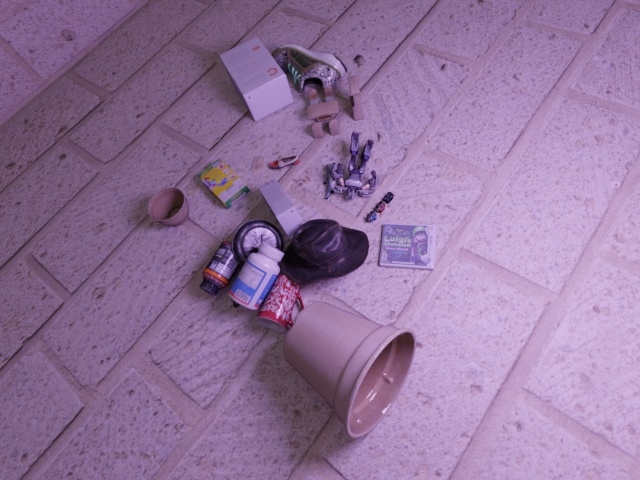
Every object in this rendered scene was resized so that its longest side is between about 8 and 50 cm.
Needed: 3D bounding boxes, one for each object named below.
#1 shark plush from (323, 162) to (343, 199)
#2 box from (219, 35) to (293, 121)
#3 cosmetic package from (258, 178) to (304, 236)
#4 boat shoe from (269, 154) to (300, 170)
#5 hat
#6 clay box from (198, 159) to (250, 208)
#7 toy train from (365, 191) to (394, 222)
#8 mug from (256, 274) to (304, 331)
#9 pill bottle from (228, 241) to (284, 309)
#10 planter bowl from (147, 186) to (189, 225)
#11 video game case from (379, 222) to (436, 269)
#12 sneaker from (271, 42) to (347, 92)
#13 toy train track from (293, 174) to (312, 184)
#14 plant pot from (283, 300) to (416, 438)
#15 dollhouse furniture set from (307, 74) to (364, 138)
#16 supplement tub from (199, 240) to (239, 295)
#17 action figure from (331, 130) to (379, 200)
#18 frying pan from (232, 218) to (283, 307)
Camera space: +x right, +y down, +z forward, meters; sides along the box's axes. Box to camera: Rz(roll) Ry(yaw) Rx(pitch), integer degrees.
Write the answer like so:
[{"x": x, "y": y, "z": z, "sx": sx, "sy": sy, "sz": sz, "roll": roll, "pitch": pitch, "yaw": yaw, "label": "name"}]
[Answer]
[{"x": 0.044, "y": -0.242, "z": 1.676, "sx": 0.067, "sy": 0.073, "sz": 0.162, "roll": -1, "pitch": 82, "yaw": 34, "label": "shark plush"}, {"x": -0.306, "y": -0.773, "z": 1.949, "sx": 0.214, "sy": 0.168, "sz": 0.346, "roll": -28, "pitch": 60, "yaw": -3, "label": "box"}, {"x": -0.151, "y": -0.129, "z": 1.570, "sx": 0.085, "sy": 0.117, "sz": 0.231, "roll": -31, "pitch": 41, "yaw": -3, "label": "cosmetic package"}, {"x": -0.157, "y": -0.337, "z": 1.758, "sx": 0.136, "sy": 0.043, "sz": 0.049, "roll": -8, "pitch": 63, "yaw": 10, "label": "boat shoe"}, {"x": 0.000, "y": 0.000, "z": 1.445, "sx": 0.330, "sy": 0.134, "sz": 0.331, "roll": -12, "pitch": 36, "yaw": 9, "label": "hat"}, {"x": -0.419, "y": -0.248, "z": 1.764, "sx": 0.127, "sy": 0.053, "sz": 0.222, "roll": -41, "pitch": 61, "yaw": -10, "label": "clay box"}, {"x": 0.230, "y": -0.125, "z": 1.571, "sx": 0.036, "sy": 0.027, "sz": 0.158, "roll": 38, "pitch": 75, "yaw": 16, "label": "toy train"}, {"x": -0.128, "y": 0.226, "z": 1.437, "sx": 0.113, "sy": 0.150, "sz": 0.170, "roll": -15, "pitch": 47, "yaw": 49, "label": "mug"}, {"x": -0.220, "y": 0.121, "z": 1.440, "sx": 0.124, "sy": 0.124, "sz": 0.222, "roll": 30, "pitch": 89, "yaw": 25, "label": "pill bottle"}, {"x": -0.620, "y": -0.126, "z": 1.712, "sx": 0.161, "sy": 0.109, "sz": 0.162, "roll": -5, "pitch": 62, "yaw": 9, "label": "planter bowl"}, {"x": 0.316, "y": 0.018, "z": 1.477, "sx": 0.190, "sy": 0.022, "sz": 0.173, "roll": 3, "pitch": 63, "yaw": 14, "label": "video game case"}, {"x": -0.087, "y": -0.801, "z": 1.939, "sx": 0.409, "sy": 0.158, "sz": 0.182, "roll": 21, "pitch": 80, "yaw": 25, "label": "sneaker"}, {"x": -0.075, "y": -0.258, "z": 1.715, "sx": 0.083, "sy": 0.014, "sz": 0.048, "roll": 1, "pitch": 63, "yaw": 14, "label": "toy train track"}, {"x": 0.066, "y": 0.345, "z": 1.217, "sx": 0.305, "sy": 0.334, "sz": 0.334, "roll": 25, "pitch": 70, "yaw": 35, "label": "plant pot"}, {"x": 0.057, "y": -0.595, "z": 1.778, "sx": 0.241, "sy": 0.161, "sz": 0.212, "roll": -10, "pitch": 61, "yaw": 7, "label": "dollhouse furniture set"}, {"x": -0.372, "y": 0.106, "z": 1.537, "sx": 0.105, "sy": 0.106, "sz": 0.198, "roll": 21, "pitch": 69, "yaw": 22, "label": "supplement tub"}, {"x": 0.141, "y": -0.282, "z": 1.624, "sx": 0.185, "sy": 0.099, "sz": 0.285, "roll": 14, "pitch": 68, "yaw": -7, "label": "action figure"}, {"x": -0.270, "y": 0.065, "z": 1.510, "sx": 0.197, "sy": 0.053, "sz": 0.326, "roll": 45, "pitch": 73, "yaw": -13, "label": "frying pan"}]
